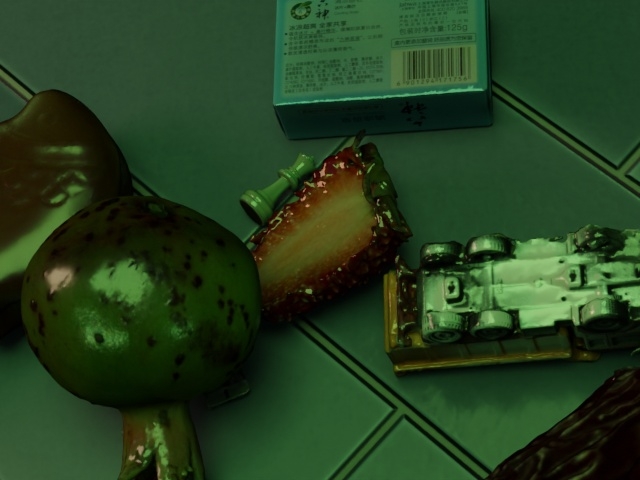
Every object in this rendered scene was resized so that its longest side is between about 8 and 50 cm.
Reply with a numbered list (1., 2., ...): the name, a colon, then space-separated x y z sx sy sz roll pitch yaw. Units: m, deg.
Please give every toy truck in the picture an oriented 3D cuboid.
1. toy truck: 0.194 0.062 1.555 0.270 0.135 0.114 -6 66 14

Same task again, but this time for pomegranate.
1. pomegranate: -0.185 0.097 1.541 0.231 0.231 0.286 16 84 18

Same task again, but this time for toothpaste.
1. toothpaste: -0.125 0.077 1.664 0.049 0.031 0.204 -22 65 3

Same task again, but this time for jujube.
1. jujube: 0.227 0.264 1.415 0.216 0.216 0.342 29 65 22

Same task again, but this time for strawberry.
1. strawberry: 0.005 0.002 1.656 0.208 0.087 0.167 -33 45 22

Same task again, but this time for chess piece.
1. chess piece: -0.040 -0.059 1.709 0.093 0.042 0.042 -41 64 -15

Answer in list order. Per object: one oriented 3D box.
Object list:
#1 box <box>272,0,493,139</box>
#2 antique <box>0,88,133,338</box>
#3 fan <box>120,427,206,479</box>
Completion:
1. box: 0.069 -0.195 1.727 0.232 0.083 0.142 -4 64 11
2. antique: -0.316 -0.023 1.696 0.223 0.129 0.278 19 70 19
3. fan: -0.165 0.240 1.608 0.085 0.005 0.133 -36 64 -6
